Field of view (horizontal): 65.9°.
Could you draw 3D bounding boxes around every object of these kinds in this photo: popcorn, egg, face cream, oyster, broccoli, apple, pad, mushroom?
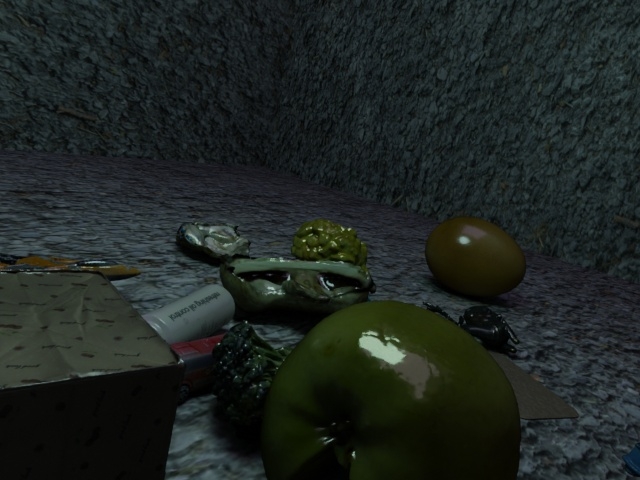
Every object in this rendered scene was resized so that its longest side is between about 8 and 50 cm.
[{"bbox_3d":[0.032,0.039,1.395,0.235,0.181,0.217,24,9,-6],"label":"popcorn"},{"bbox_3d":[0.500,0.055,1.601,0.323,0.250,0.250,20,14,7],"label":"egg"},{"bbox_3d":[-0.261,0.156,0.859,0.092,0.092,0.311,17,15,16],"label":"face cream"},{"bbox_3d":[-0.307,0.010,1.424,0.214,0.083,0.223,5,21,-17],"label":"oyster"},{"bbox_3d":[-0.020,0.196,0.763,0.304,0.145,0.165,1,14,-32],"label":"broccoli"},{"bbox_3d":[0.075,0.214,0.570,0.292,0.291,0.254,21,-4,31],"label":"apple"},{"bbox_3d":[0.394,0.298,1.054,0.176,0.002,0.266,6,15,-23],"label":"pad"},{"bbox_3d":[-0.058,0.113,1.121,0.344,0.129,0.247,3,14,-21],"label":"mushroom"}]

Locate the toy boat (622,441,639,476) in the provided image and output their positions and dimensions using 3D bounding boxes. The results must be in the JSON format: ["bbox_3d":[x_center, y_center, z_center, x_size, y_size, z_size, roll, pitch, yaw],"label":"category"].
[{"bbox_3d":[0.540,0.365,0.735,0.223,0.097,0.100,24,5,-24],"label":"toy boat"}]

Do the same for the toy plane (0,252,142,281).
[{"bbox_3d":[-0.518,0.073,0.964,0.316,0.103,0.204,12,14,-34],"label":"toy plane"}]

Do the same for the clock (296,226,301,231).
[{"bbox_3d":[0.000,0.000,1.781,0.229,0.063,0.156,18,17,33],"label":"clock"}]

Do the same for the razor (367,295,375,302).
[{"bbox_3d":[0.155,0.169,1.287,0.068,0.037,0.191,54,-13,-30],"label":"razor"}]

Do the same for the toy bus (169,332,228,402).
[{"bbox_3d":[-0.195,0.196,0.781,0.065,0.077,0.192,19,14,38],"label":"toy bus"}]

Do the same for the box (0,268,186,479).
[{"bbox_3d":[-0.326,0.166,0.558,0.225,0.190,0.297,2,18,-43],"label":"box"}]

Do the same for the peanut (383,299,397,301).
[{"bbox_3d":[0.145,0.187,1.116,0.214,0.099,0.099,-6,22,-36],"label":"peanut"}]

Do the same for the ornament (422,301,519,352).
[{"bbox_3d":[0.345,0.202,1.233,0.236,0.080,0.202,9,15,-13],"label":"ornament"}]
